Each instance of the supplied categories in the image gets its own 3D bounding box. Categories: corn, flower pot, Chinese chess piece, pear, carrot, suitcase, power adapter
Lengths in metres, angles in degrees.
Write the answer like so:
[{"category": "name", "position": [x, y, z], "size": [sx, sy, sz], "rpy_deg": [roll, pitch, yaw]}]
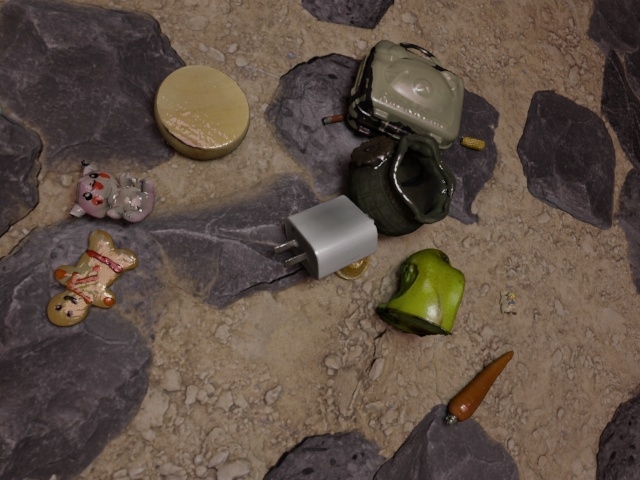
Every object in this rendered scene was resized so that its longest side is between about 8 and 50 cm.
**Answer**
[{"category": "corn", "position": [0.531, -0.338, 1.406], "size": [0.092, 0.037, 0.037], "rpy_deg": [11, 77, -14]}, {"category": "flower pot", "position": [0.222, -0.169, 1.148], "size": [0.301, 0.213, 0.302], "rpy_deg": [11, 73, -39]}, {"category": "Chinese chess piece", "position": [-0.317, -0.343, 1.094], "size": [0.250, 0.097, 0.251], "rpy_deg": [3, 81, -18]}, {"category": "pear", "position": [0.298, 0.131, 1.140], "size": [0.163, 0.238, 0.256], "rpy_deg": [32, 74, -5]}, {"category": "carrot", "position": [0.494, 0.444, 1.247], "size": [0.336, 0.069, 0.069], "rpy_deg": [-37, 93, -23]}, {"category": "suitcase", "position": [0.274, -0.464, 1.257], "size": [0.351, 0.194, 0.340], "rpy_deg": [20, 69, -14]}, {"category": "power adapter", "position": [0.000, 0.000, 1.095], "size": [0.255, 0.124, 0.187], "rpy_deg": [-25, 48, -20]}]

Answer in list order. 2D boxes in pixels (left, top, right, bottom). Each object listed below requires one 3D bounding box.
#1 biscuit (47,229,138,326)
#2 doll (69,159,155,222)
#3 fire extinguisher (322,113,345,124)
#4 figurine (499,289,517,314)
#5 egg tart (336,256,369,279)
[{"category": "biscuit", "position": [-0.556, 0.100, 0.974], "size": [0.153, 0.030, 0.234], "rpy_deg": [37, 71, -7]}, {"category": "doll", "position": [-0.509, -0.110, 0.992], "size": [0.191, 0.095, 0.150], "rpy_deg": [14, 70, -14]}, {"category": "fire extinguisher", "position": [0.045, -0.381, 1.261], "size": [0.083, 0.022, 0.028], "rpy_deg": [-17, 56, -20]}, {"category": "figurine", "position": [0.627, 0.204, 1.337], "size": [0.047, 0.050, 0.084], "rpy_deg": [-1, 81, -24]}, {"category": "egg tart", "position": [0.094, 0.052, 1.187], "size": [0.128, 0.049, 0.129], "rpy_deg": [3, 81, -19]}]
